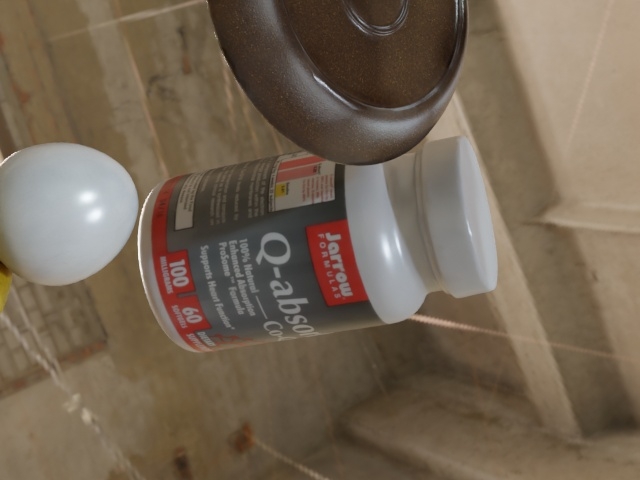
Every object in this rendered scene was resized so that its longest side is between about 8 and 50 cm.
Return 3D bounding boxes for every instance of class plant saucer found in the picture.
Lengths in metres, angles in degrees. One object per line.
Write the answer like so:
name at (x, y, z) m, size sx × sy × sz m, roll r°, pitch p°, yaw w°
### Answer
plant saucer at (0.036, -0.225, 0.933) m, size 0.050 × 0.311 × 0.310 m, roll -9°, pitch -76°, yaw 50°

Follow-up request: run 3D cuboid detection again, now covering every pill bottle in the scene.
pill bottle at (0.000, 0.000, 1.152) m, size 0.363 × 0.210 × 0.210 m, roll -11°, pitch -74°, yaw 18°

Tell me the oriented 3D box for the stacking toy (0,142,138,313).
stacking toy at (-0.384, 0.018, 0.846) m, size 0.350 × 0.480 × 0.350 m, roll -17°, pitch 90°, yaw -84°
